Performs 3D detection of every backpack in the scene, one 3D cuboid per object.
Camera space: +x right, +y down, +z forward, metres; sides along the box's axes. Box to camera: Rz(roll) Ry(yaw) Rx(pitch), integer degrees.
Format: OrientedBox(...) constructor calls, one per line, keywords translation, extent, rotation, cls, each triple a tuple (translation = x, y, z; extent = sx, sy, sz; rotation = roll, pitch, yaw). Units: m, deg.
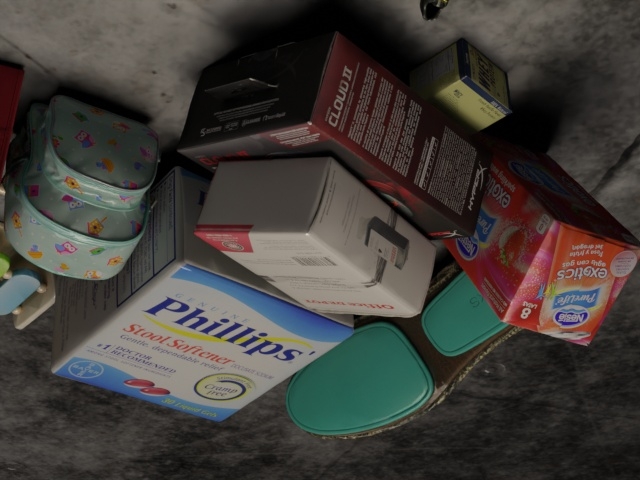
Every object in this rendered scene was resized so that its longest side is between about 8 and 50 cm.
OrientedBox(translation=(-0.266, -0.057, 1.256), extent=(0.166, 0.188, 0.144), rotation=(20, 140, -27), cls="backpack")

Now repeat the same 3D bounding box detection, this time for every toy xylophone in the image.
OrientedBox(translation=(-0.477, 0.000, 1.428), extent=(0.322, 0.081, 0.236), rotation=(18, 140, -26), cls="toy xylophone")

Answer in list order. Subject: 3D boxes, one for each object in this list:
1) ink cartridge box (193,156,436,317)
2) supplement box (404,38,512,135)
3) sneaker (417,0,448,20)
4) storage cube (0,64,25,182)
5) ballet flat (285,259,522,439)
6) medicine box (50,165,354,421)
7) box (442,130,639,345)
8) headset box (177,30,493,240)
OrientedBox(translation=(0.000, 0.000, 1.192), extent=(0.158, 0.092, 0.218), rotation=(1, 155, 38), cls="ink cartridge box")
OrientedBox(translation=(0.151, -0.161, 1.231), extent=(0.083, 0.056, 0.083), rotation=(-29, 136, 35), cls="supplement box")
OrientedBox(translation=(0.122, -0.252, 1.118), extent=(0.031, 0.035, 0.083), rotation=(7, 144, -13), cls="sneaker")
OrientedBox(translation=(-0.443, -0.089, 1.211), extent=(0.193, 0.184, 0.215), rotation=(13, 144, -17), cls="storage cube")
OrientedBox(translation=(0.165, 0.133, 1.565), extent=(0.483, 0.164, 0.182), rotation=(-38, 167, 31), cls="ballet flat")
OrientedBox(translation=(-0.150, 0.079, 1.405), extent=(0.263, 0.149, 0.289), rotation=(23, 136, -34), cls="medicine box")
OrientedBox(translation=(0.229, -0.011, 1.257), extent=(0.122, 0.257, 0.128), rotation=(15, 113, -22), cls="box")
OrientedBox(translation=(0.007, -0.103, 1.211), extent=(0.218, 0.110, 0.293), rotation=(-5, 152, 46), cls="headset box")
